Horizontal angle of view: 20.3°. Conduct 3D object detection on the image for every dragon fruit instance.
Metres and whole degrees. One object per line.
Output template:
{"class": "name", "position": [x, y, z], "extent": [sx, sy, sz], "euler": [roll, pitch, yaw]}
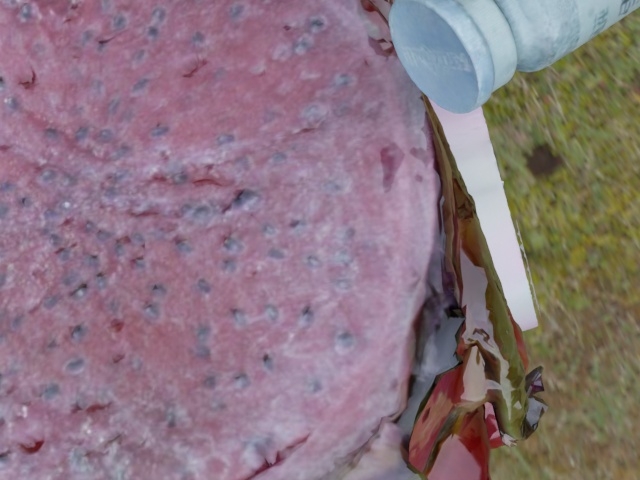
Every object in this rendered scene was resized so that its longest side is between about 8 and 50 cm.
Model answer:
{"class": "dragon fruit", "position": [-0.058, 0.050, 0.774], "extent": [0.296, 0.263, 0.314], "euler": [-14, 65, 6]}

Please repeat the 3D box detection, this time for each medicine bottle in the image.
{"class": "medicine bottle", "position": [0.111, -0.111, 0.644], "extent": [0.191, 0.051, 0.051], "euler": [-34, 104, -23]}

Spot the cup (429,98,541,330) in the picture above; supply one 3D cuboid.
{"class": "cup", "position": [0.000, 0.000, 1.246], "extent": [0.274, 0.253, 0.253], "euler": [-16, 104, 5]}
